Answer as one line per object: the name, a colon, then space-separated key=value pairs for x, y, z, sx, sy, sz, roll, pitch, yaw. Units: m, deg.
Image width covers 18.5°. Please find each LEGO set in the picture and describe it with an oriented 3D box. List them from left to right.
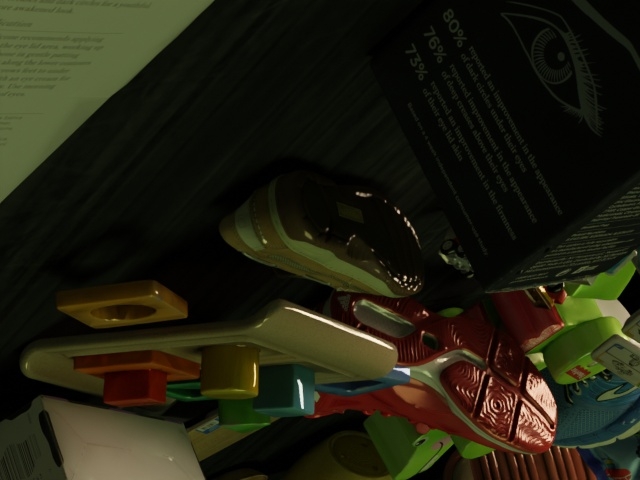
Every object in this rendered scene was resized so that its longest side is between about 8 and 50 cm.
LEGO set: x=0.176 y=0.013 z=1.296 sx=0.060 sy=0.244 sz=0.182 roll=-59 pitch=180 yaw=-23

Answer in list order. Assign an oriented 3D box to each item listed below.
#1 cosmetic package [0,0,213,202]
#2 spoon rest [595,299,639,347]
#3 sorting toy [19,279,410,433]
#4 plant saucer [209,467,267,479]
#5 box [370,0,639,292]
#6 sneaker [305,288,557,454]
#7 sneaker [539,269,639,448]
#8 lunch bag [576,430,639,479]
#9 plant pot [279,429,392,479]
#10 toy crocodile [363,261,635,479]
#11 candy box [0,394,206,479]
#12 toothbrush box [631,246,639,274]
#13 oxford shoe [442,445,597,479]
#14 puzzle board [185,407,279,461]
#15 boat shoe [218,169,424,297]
cosmetic package: x=-0.192 y=-0.105 z=0.619 sx=0.284 sy=0.097 sz=0.377 roll=-36 pitch=160 yaw=34
spoon rest: x=0.158 y=0.093 z=1.708 sx=0.137 sy=0.084 sz=0.276 roll=-8 pitch=169 yaw=-40
sorting toy: x=-0.071 y=0.090 z=1.293 sx=0.196 sy=0.047 sz=0.347 roll=-11 pitch=162 yaw=26
plant saucer: x=-0.090 y=0.232 z=1.837 sx=0.083 sy=0.015 sz=0.083 roll=-23 pitch=163 yaw=-8
box: x=0.149 y=-0.089 z=1.026 sx=0.108 sy=0.153 sz=0.207 roll=-7 pitch=155 yaw=-45
sneaker: x=0.067 y=0.107 z=1.501 sx=0.221 sy=0.087 sz=0.128 roll=35 pitch=144 yaw=-21
sneaker: x=0.266 y=0.084 z=1.769 sx=0.147 sy=0.130 sz=0.330 roll=11 pitch=145 yaw=-33
lunch bag: x=0.402 y=0.148 z=1.868 sx=0.221 sy=0.138 sz=0.293 roll=-35 pitch=-176 yaw=-24
plant pot: x=0.025 y=0.237 z=1.853 sx=0.134 sy=0.134 sz=0.095 roll=-9 pitch=132 yaw=-41
toy crocodile: x=0.136 y=0.086 z=1.571 sx=0.105 sy=0.115 sz=0.340 roll=-5 pitch=151 yaw=-42
candy box: x=-0.203 y=0.192 z=1.361 sx=0.196 sy=0.070 sz=0.165 roll=-34 pitch=154 yaw=21
toothbrush box: x=0.319 y=-0.100 z=1.270 sx=0.295 sy=0.126 sz=0.216 roll=-24 pitch=162 yaw=1
oxford shoe: x=0.315 y=0.235 z=2.202 sx=0.397 sy=0.140 sz=0.146 roll=-10 pitch=-179 yaw=-14
puzzle board: x=-0.098 y=0.164 z=1.643 sx=0.128 sy=0.011 sz=0.096 roll=-30 pitch=161 yaw=11
boat shoe: x=0.000 y=0.000 z=1.244 sx=0.072 sy=0.068 sz=0.190 roll=-20 pitch=156 yaw=24
